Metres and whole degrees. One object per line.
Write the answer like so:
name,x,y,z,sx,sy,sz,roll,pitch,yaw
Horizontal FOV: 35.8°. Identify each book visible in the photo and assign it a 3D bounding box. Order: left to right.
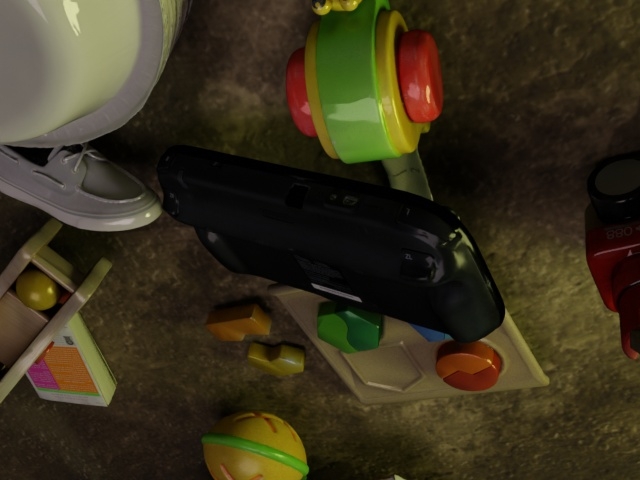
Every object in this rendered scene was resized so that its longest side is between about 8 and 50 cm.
book,-0.302,0.129,1.125,0.096,0.035,0.144,-1,132,16

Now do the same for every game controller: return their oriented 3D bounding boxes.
game controller,0.000,0.000,0.825,0.319,0.067,0.166,16,160,38

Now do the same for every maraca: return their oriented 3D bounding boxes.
maraca,-0.073,0.253,1.150,0.127,0.099,0.185,17,161,11

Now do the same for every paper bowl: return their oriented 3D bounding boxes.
paper bowl,-0.245,-0.185,0.720,0.284,0.148,0.284,7,137,7

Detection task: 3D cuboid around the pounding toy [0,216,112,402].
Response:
pounding toy,-0.342,0.075,0.981,0.155,0.154,0.269,40,123,-10

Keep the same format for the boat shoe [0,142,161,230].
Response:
boat shoe,-0.221,-0.062,0.876,0.184,0.066,0.063,23,133,29

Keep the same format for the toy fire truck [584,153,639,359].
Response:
toy fire truck,0.303,0.026,0.721,0.217,0.246,0.158,-13,130,25

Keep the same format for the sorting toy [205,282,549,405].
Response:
sorting toy,0.047,0.108,0.994,0.307,0.041,0.229,-12,135,30

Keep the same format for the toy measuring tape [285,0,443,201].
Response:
toy measuring tape,0.050,-0.070,0.783,0.122,0.121,0.330,-5,133,18

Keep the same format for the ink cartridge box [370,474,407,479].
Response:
ink cartridge box,0.026,0.404,1.227,0.310,0.130,0.272,-17,147,28
